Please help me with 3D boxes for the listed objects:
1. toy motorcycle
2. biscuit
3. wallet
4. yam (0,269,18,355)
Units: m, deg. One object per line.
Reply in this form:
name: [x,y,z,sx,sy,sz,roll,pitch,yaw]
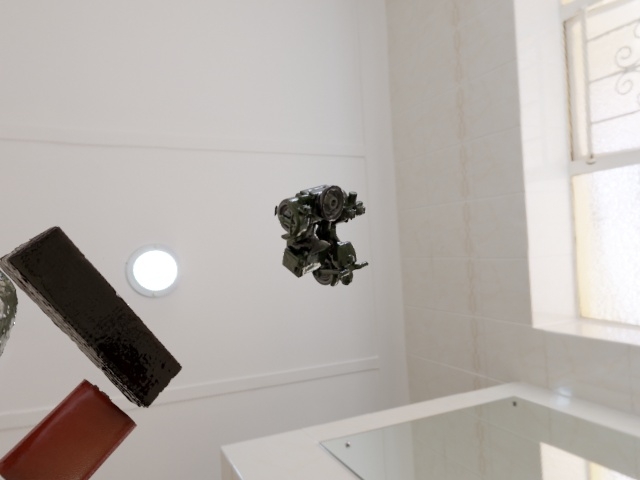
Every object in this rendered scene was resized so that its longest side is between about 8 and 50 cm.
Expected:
toy motorcycle: [0.000,0.000,1.034,0.205,0.127,0.274,-21,-53,-44]
biscuit: [-0.418,0.152,0.925,0.388,0.073,0.107,57,-132,-20]
wallet: [-0.467,0.382,0.911,0.142,0.045,0.204,45,-129,-7]
yam: [-0.530,0.146,0.688,0.154,0.254,0.153,-6,-65,-12]
